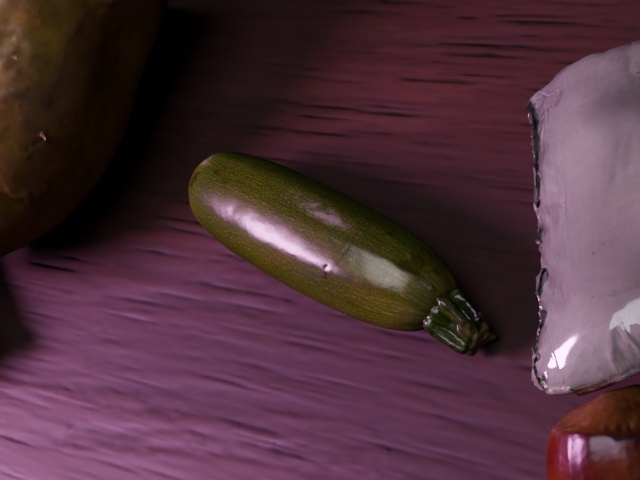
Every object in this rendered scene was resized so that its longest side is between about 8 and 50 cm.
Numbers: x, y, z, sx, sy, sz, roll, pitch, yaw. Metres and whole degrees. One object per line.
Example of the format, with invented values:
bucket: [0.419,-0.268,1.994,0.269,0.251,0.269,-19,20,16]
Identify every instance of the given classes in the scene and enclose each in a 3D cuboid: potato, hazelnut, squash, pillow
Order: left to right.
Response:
potato: [-0.238,-0.112,1.039,0.229,0.229,0.266,11,76,41]
squash: [0.000,0.000,0.880,0.252,0.066,0.066,27,83,43]
hazelnut: [0.150,0.110,0.701,0.086,0.086,0.086,-18,56,29]
pillow: [0.166,-0.026,0.755,0.128,0.051,0.229,-21,40,27]
